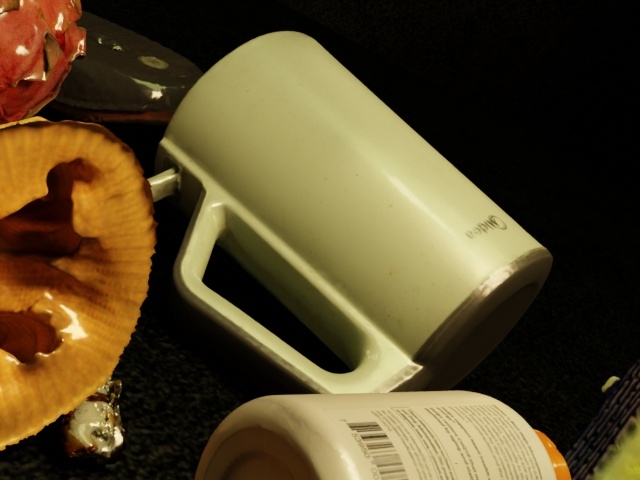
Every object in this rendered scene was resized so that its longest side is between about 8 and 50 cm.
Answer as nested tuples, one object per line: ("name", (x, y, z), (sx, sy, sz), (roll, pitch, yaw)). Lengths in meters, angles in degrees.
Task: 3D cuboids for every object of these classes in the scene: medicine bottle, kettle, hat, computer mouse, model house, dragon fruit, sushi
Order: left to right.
("hat", (-0.269, -0.007, 0.534), (0.233, 0.244, 0.233), (31, 9, 39))
("dragon fruit", (-0.356, -0.211, 0.788), (0.244, 0.244, 0.299), (44, 21, 29))
("sushi", (-0.167, 0.119, 0.575), (0.046, 0.044, 0.083), (16, 24, -35))
("computer mouse", (-0.290, -0.208, 1.031), (0.323, 0.116, 0.183), (26, 24, 8))
("kettle", (0.000, 0.000, 0.845), (0.361, 0.250, 0.377), (-26, 60, -41))
("medicine bottle", (0.065, 0.186, 0.580), (0.289, 0.157, 0.157), (9, 30, -44))
("model house", (0.320, 0.241, 0.768), (0.170, 0.194, 0.211), (32, 5, -36))
